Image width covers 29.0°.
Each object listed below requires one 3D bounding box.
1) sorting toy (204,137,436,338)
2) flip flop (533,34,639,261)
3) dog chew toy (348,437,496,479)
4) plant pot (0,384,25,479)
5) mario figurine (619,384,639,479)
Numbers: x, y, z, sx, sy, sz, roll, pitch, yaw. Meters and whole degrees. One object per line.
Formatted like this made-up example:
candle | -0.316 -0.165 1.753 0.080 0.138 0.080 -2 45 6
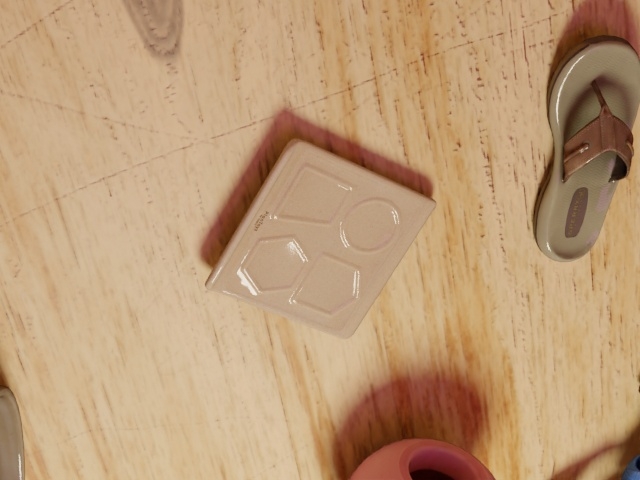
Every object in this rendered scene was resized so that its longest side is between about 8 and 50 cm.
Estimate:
sorting toy | 0.000 0.000 1.342 0.208 0.038 0.193 21 110 -32
flip flop | 0.300 -0.091 1.361 0.112 0.080 0.277 -2 119 -18
dog chew toy | 0.103 0.402 1.510 0.206 0.207 0.332 3 125 -20
plant pot | -0.461 0.298 1.220 0.280 0.323 0.323 3 118 -1
mario figurine | 0.417 0.330 1.640 0.198 0.170 0.321 22 101 10
